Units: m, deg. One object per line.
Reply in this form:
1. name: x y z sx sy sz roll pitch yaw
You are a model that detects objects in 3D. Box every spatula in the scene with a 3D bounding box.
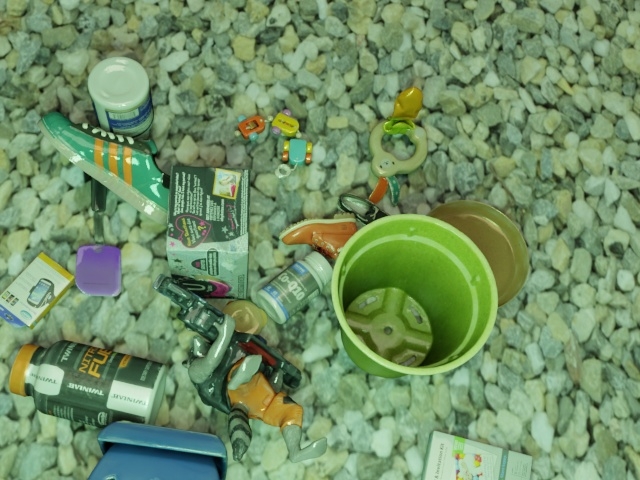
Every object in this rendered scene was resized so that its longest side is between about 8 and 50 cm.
1. spatula: -0.422 -0.038 1.582 0.084 0.030 0.297 3 65 -21

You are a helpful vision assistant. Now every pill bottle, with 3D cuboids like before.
1. pill bottle: -0.377 -0.255 1.592 0.112 0.187 0.112 3 68 -6
2. pill bottle: -0.045 0.086 1.554 0.137 0.078 0.078 -39 77 -19
3. pill bottle: -0.397 0.246 1.418 0.245 0.130 0.131 14 67 -2

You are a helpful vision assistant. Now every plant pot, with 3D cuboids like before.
1. plant pot: 0.293 0.033 1.643 0.236 0.032 0.236 3 67 -7
2. plant pot: 0.139 0.129 1.465 0.276 0.254 0.276 3 67 -7
3. plant pot: -0.258 0.417 1.317 0.235 0.236 0.212 9 61 -3

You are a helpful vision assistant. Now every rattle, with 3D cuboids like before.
1. rattle: 0.158 -0.180 1.659 0.130 0.142 0.200 35 61 -12

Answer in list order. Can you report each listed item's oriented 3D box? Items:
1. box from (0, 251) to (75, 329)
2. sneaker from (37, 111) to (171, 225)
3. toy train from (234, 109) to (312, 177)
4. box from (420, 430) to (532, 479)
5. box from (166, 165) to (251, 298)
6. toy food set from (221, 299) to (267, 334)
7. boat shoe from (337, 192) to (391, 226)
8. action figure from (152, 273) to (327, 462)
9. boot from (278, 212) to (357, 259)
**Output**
1. box: -0.524 0.097 1.519 0.081 0.028 0.136 36 71 8
2. sneaker: -0.375 -0.160 1.556 0.302 0.108 0.121 37 93 -14
3. toy train: -0.091 -0.196 1.683 0.125 0.046 0.166 -33 72 -17
4. box: 0.273 0.432 1.476 0.186 0.038 0.145 15 67 0
5. box: -0.197 -0.005 1.480 0.142 0.247 0.163 2 68 -5
6. toy food set: -0.147 0.149 1.547 0.082 0.020 0.083 34 69 7
7. boat shoe: 0.093 -0.058 1.651 0.125 0.038 0.046 28 68 5
8. action figure: -0.164 0.217 1.365 0.341 0.330 0.179 40 79 -23
9. boot: 0.000 0.000 1.608 0.157 0.059 0.085 -9 74 -12
